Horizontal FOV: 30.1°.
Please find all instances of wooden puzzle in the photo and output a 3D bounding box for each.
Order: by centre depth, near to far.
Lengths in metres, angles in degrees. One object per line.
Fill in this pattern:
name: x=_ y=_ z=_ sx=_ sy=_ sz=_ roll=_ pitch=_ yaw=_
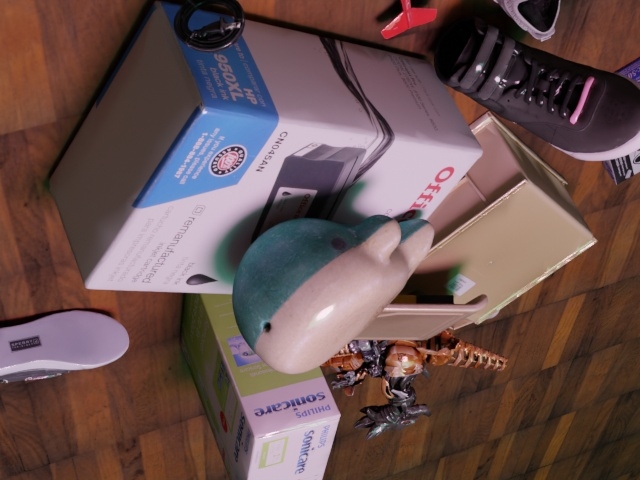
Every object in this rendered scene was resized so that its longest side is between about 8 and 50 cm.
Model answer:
wooden puzzle: x=0.082 y=0.104 z=1.619 sx=0.239 sy=0.044 sz=0.221 roll=-3 pitch=167 yaw=-14

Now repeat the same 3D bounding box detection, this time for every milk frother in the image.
milk frother: x=-0.117 y=-0.264 z=1.083 sx=0.129 sy=0.143 sz=0.135 roll=-32 pitch=149 yaw=22

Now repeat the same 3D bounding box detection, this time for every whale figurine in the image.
whale figurine: x=0.012 y=0.033 z=1.320 sx=0.272 sy=0.141 sz=0.216 roll=-29 pitch=159 yaw=-47

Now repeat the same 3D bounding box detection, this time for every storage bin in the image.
storage bin: x=0.216 y=-0.012 z=1.682 sx=0.260 sy=0.123 sz=0.262 roll=-37 pitch=146 yaw=17

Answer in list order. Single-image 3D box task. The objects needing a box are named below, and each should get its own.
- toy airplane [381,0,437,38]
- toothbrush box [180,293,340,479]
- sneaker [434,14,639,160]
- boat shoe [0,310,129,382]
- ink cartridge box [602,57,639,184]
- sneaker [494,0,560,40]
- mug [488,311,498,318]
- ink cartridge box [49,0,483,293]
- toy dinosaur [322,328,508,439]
toy airplane: x=0.089 y=-0.278 z=1.310 sx=0.151 sy=0.028 sz=0.151 roll=-19 pitch=146 yaw=-13
toothbrush box: x=-0.089 y=0.182 z=1.596 sx=0.122 sy=0.283 sz=0.206 roll=-13 pitch=146 yaw=-19
sneaker: x=0.239 y=-0.174 z=1.351 sx=0.147 sy=0.296 sz=0.104 roll=21 pitch=97 yaw=-38
boat shoe: x=-0.367 y=0.149 z=1.556 sx=0.229 sy=0.080 sz=0.076 roll=-10 pitch=161 yaw=-28
ink cartridge box: x=0.437 y=-0.165 z=1.688 sx=0.097 sy=0.046 sz=0.207 roll=-31 pitch=147 yaw=6
sneaker: x=0.230 y=-0.314 z=1.240 sx=0.105 sy=0.115 sz=0.281 roll=-28 pitch=158 yaw=0
mug: x=0.255 y=0.100 z=1.936 sx=0.064 sy=0.078 sz=0.062 roll=7 pitch=103 yaw=-52
ink cartridge box: x=-0.058 y=-0.083 z=1.354 sx=0.395 sy=0.166 sz=0.285 roll=4 pitch=137 yaw=-39
toy dinosaur: x=0.108 y=0.185 z=1.810 sx=0.218 sy=0.322 sz=0.164 roll=91 pitch=24 yaw=-52
